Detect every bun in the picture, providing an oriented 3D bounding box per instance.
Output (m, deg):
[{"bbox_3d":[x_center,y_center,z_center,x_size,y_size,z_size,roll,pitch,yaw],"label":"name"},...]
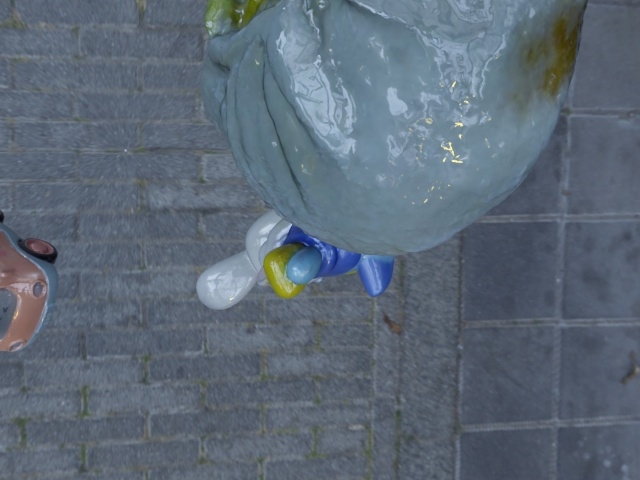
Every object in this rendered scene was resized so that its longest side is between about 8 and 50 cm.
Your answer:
[{"bbox_3d":[0.035,-0.170,0.637,0.211,0.362,0.362,16,92,-43],"label":"bun"}]

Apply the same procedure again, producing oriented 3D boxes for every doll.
[{"bbox_3d":[0.006,0.006,1.322,0.187,0.365,0.376,45,77,-13],"label":"doll"}]

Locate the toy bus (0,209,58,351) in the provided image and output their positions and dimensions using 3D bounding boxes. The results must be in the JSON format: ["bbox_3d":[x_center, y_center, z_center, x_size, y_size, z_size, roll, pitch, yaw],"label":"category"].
[{"bbox_3d":[-0.606,0.065,1.405,0.287,0.232,0.194,33,107,18],"label":"toy bus"}]
